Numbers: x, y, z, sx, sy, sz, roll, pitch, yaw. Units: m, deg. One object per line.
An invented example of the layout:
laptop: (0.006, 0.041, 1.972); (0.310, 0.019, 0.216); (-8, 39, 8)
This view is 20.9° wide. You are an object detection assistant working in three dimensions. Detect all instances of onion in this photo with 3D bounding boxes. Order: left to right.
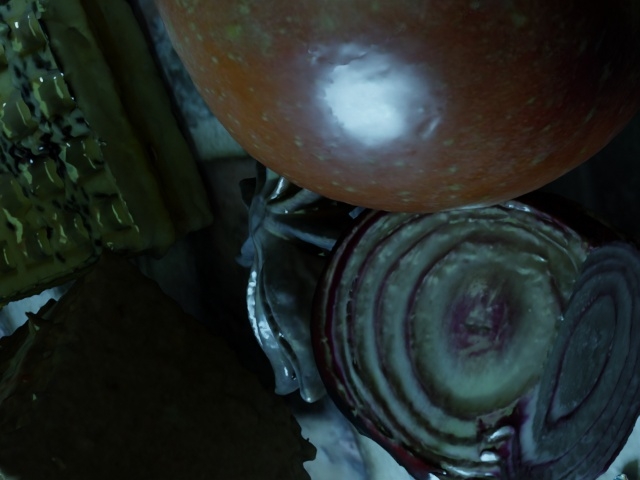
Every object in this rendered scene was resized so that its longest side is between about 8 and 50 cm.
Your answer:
onion: (0.114, 0.065, 1.200); (0.207, 0.206, 0.216); (28, 93, 31)

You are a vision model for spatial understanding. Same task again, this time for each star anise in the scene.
star anise: (-0.001, 0.005, 1.344); (0.198, 0.111, 0.257); (-161, 74, -64)

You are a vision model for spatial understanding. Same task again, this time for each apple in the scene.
apple: (0.060, -0.185, 1.043); (0.277, 0.348, 0.348); (-1, 107, 35)

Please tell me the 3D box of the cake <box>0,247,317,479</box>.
cake: (-0.197, 0.208, 1.452); (0.282, 0.255, 0.290); (44, 134, -15)

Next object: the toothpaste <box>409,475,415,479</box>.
toothpaste: (0.088, 0.168, 1.386); (0.067, 0.043, 0.194); (-8, 108, 42)

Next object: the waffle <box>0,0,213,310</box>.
waffle: (-0.279, -0.071, 1.560); (0.376, 0.114, 0.261); (-16, 96, 45)

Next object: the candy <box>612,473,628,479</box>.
candy: (0.246, 0.201, 1.267); (0.083, 0.020, 0.030); (38, 131, 23)
